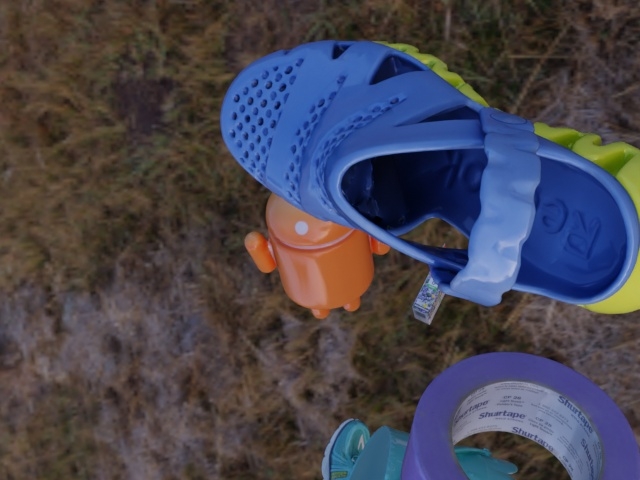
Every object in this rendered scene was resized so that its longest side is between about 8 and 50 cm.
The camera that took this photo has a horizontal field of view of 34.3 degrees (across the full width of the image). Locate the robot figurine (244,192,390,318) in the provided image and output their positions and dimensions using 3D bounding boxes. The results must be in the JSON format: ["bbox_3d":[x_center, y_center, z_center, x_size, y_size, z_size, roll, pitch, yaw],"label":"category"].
[{"bbox_3d":[-0.002,0.001,1.326,0.158,0.128,0.219,14,137,27],"label":"robot figurine"}]

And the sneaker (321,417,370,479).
[{"bbox_3d":[0.064,0.524,2.235,0.110,0.107,0.275,-10,63,59],"label":"sneaker"}]

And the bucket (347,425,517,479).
[{"bbox_3d":[0.124,0.386,1.353,0.281,0.183,0.281,-158,90,-85],"label":"bucket"}]

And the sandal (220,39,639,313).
[{"bbox_3d":[0.049,-0.046,0.619,0.317,0.138,0.126,22,110,37],"label":"sandal"}]

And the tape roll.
[{"bbox_3d":[0.165,0.192,0.873,0.189,0.189,0.080,50,150,34],"label":"tape roll"}]

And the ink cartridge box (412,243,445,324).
[{"bbox_3d":[0.181,0.068,1.607,0.029,0.063,0.115,25,77,16],"label":"ink cartridge box"}]
